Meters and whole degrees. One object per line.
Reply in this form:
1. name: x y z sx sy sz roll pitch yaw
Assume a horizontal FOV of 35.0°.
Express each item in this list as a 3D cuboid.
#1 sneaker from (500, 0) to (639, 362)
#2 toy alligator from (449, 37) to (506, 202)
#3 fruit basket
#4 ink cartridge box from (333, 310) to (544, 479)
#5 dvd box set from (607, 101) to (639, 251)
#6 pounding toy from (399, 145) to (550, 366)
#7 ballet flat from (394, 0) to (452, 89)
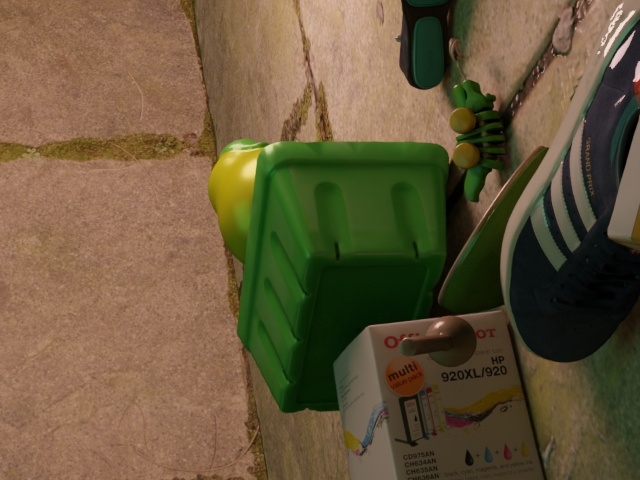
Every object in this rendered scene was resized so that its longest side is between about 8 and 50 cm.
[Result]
1. sneaker: 0.236 -0.011 0.776 0.148 0.131 0.350 -106 19 -50
2. toy alligator: 0.176 -0.138 1.125 0.051 0.056 0.189 -9 82 33
3. fruit basket: 0.000 0.000 1.360 0.392 0.283 0.391 180 90 -78
4. ink cartridge box: 0.128 0.217 1.151 0.168 0.171 0.232 122 141 -65
5. dvd box set: 0.302 -0.114 0.379 0.420 0.062 0.307 18 91 67
6. pounding toy: 0.192 0.036 0.968 0.236 0.110 0.183 -57 -14 4
7. ballet flat: 0.124 -0.286 1.236 0.074 0.074 0.203 -122 29 -59
